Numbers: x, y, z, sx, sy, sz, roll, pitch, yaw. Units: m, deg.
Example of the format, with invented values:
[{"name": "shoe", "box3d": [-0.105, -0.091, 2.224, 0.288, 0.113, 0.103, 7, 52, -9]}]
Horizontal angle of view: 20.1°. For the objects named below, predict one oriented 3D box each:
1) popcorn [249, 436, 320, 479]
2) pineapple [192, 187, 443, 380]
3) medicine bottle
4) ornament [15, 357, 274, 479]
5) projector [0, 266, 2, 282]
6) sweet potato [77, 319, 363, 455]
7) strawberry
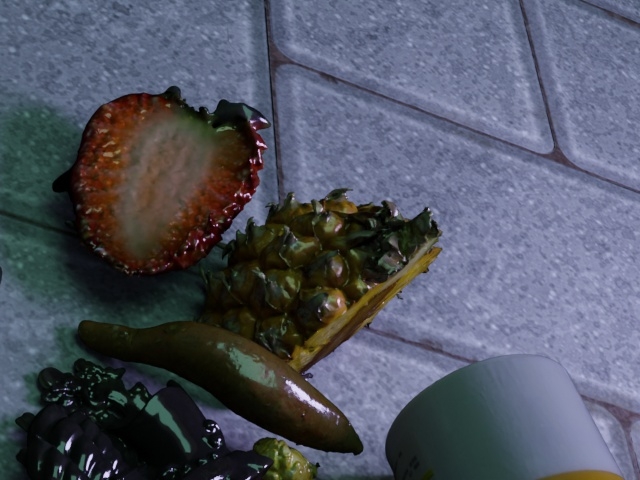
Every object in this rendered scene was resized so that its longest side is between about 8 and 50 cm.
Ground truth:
[{"name": "popcorn", "box3d": [-0.048, 0.260, 1.972, 0.084, 0.084, 0.084, 21, 38, -18]}, {"name": "pineapple", "box3d": [0.002, -0.002, 2.108, 0.209, 0.286, 0.344, 46, 38, 9]}, {"name": "medicine bottle", "box3d": [0.216, 0.283, 2.003, 0.238, 0.238, 0.232, 6, 43, -33]}, {"name": "ornament", "box3d": [-0.212, 0.218, 1.867, 0.260, 0.106, 0.251, 38, 34, 13]}, {"name": "projector", "box3d": [-0.438, 0.029, 1.894, 0.193, 0.088, 0.269, 20, 40, -22]}, {"name": "sweet potato", "box3d": [-0.105, 0.149, 1.969, 0.346, 0.108, 0.079, 24, 51, 2]}, {"name": "strawberry", "box3d": [-0.202, -0.044, 2.148, 0.233, 0.138, 0.306, 17, 50, 13]}]
